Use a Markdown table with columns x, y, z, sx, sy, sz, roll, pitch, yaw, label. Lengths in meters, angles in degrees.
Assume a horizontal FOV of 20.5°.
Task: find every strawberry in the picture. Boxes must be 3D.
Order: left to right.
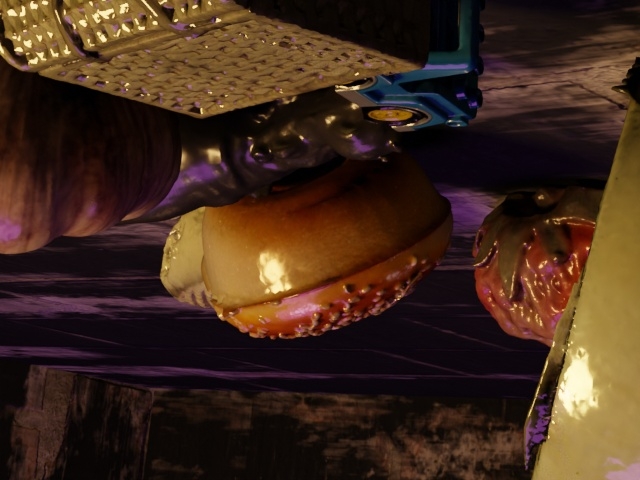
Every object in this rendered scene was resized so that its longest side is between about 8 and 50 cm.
| x | y | z | sx | sy | sz | roll | pitch | yaw | label |
| --- | --- | --- | --- | --- | --- | --- | --- | --- | --- |
| 0.306 | 0.046 | 1.726 | 0.336 | 0.149 | 0.265 | 13 | 166 | -39 | strawberry |

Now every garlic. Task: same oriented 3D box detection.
| x | y | z | sx | sy | sz | roll | pitch | yaw | label |
| --- | --- | --- | --- | --- | --- | --- | --- | --- | --- |
| -0.205 | -0.093 | 1.199 | 0.244 | 0.161 | 0.245 | 11 | -153 | -5 | garlic |

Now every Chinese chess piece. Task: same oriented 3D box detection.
| x | y | z | sx | sy | sz | roll | pitch | yaw | label |
| --- | --- | --- | --- | --- | --- | --- | --- | --- | --- |
| 0.238 | 0.048 | 1.205 | 0.146 | 0.349 | 0.349 | 15 | 171 | 10 | Chinese chess piece |

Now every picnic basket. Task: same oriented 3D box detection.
| x | y | z | sx | sy | sz | roll | pitch | yaw | label |
| --- | --- | --- | --- | --- | --- | --- | --- | --- | --- |
| -0.063 | -0.150 | 0.891 | 0.154 | 0.134 | 0.196 | 10 | 170 | -39 | picnic basket |

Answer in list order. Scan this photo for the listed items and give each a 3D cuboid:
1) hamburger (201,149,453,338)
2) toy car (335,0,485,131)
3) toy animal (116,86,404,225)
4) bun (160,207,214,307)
| x | y | z | sx | sy | sz | roll | pitch | yaw | label |
| --- | --- | --- | --- | --- | --- | --- | --- | --- | --- |
| 0.004 | -0.002 | 1.496 | 0.236 | 0.147 | 0.237 | -15 | -157 | 7 | hamburger |
| 0.052 | -0.130 | 1.033 | 0.100 | 0.097 | 0.191 | -4 | 167 | 26 | toy car |
| -0.069 | -0.078 | 1.352 | 0.343 | 0.106 | 0.168 | -10 | 179 | 26 | toy animal |
| -0.045 | -0.001 | 1.712 | 0.220 | 0.134 | 0.220 | 0 | 167 | 0 | bun |
